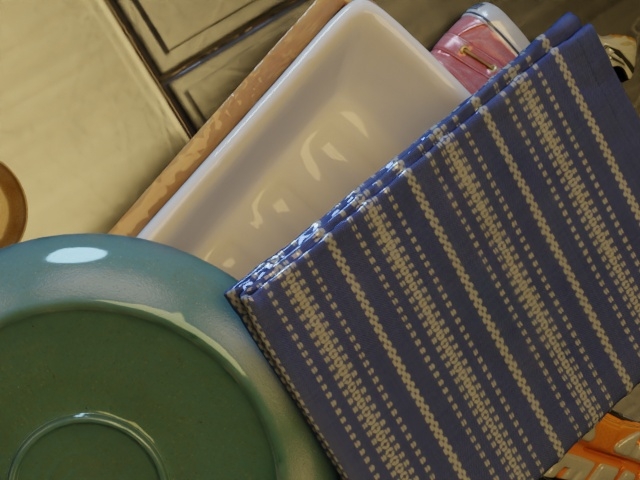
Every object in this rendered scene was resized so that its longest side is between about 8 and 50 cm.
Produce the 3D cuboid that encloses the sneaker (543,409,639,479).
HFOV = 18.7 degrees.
[{"bbox_3d":[0.191,0.148,1.399,0.215,0.083,0.084,37,90,-30],"label":"sneaker"}]

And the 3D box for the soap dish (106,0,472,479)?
[{"bbox_3d":[0.000,0.000,1.332,0.229,0.118,0.291,43,73,-9],"label":"soap dish"}]

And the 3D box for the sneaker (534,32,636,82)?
[{"bbox_3d":[0.201,-0.138,1.461,0.083,0.032,0.037,4,82,-17],"label":"sneaker"}]

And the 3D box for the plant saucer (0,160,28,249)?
[{"bbox_3d":[-0.240,-0.019,1.310,0.083,0.015,0.083,3,81,-17],"label":"plant saucer"}]

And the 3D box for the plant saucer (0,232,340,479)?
[{"bbox_3d":[-0.145,0.154,1.234,0.317,0.044,0.317,0,103,-1],"label":"plant saucer"}]

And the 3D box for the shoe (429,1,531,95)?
[{"bbox_3d":[0.147,-0.085,1.423,0.081,0.063,0.178,-43,92,-17],"label":"shoe"}]

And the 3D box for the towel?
[{"bbox_3d":[0.115,0.033,1.283,0.336,0.040,0.243,-39,109,-25],"label":"towel"}]
